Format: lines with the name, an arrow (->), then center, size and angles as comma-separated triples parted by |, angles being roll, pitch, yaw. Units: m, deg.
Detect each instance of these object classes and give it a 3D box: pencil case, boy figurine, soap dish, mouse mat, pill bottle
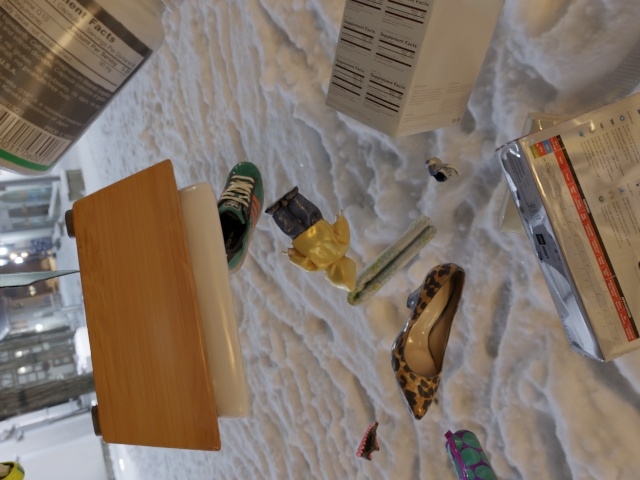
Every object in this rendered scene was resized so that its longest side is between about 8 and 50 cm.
pencil case -> 0.259, 0.395, 0.837 | 0.064, 0.070, 0.151 | -57, 11, 15
boy figurine -> 0.000, 0.000, 1.183 | 0.285, 0.177, 0.092 | 48, -179, -9
soap dish -> -0.170, 0.071, 0.497 | 0.291, 0.118, 0.228 | 156, 104, -67
mouse mat -> -0.387, 0.048, 0.570 | 0.190, 0.153, 0.007 | -157, 64, -83
pill bottle -> -0.344, -0.278, 0.655 | 0.361, 0.204, 0.204 | -46, 48, 4

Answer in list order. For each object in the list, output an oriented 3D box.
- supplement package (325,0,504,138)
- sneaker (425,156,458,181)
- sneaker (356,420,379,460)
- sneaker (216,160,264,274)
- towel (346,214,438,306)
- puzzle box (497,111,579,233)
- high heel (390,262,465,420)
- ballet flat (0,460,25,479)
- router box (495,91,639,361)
supplement package -> 0.139, -0.286, 0.745 | 0.149, 0.194, 0.203 | 35, 128, 31
sneaker -> 0.349, -0.189, 1.409 | 0.052, 0.135, 0.058 | -28, 60, 44
sneaker -> 0.148, 0.575, 1.410 | 0.057, 0.047, 0.119 | 24, 95, 15
sneaker -> -0.197, -0.075, 1.169 | 0.121, 0.108, 0.302 | 103, 174, -65
towel -> 0.236, 0.064, 1.669 | 0.090, 0.374, 0.320 | 46, -174, 7
puzzle box -> 0.619, -0.123, 1.056 | 0.052, 0.409, 0.272 | -78, -7, -57
high heel -> 0.200, 0.173, 0.874 | 0.186, 0.093, 0.261 | 119, 162, -57
ballet flat -> -0.795, 0.531, 1.102 | 0.077, 0.231, 0.077 | -108, 25, -44
router box -> 0.464, -0.037, 0.719 | 0.082, 0.301, 0.335 | 149, 101, -86
